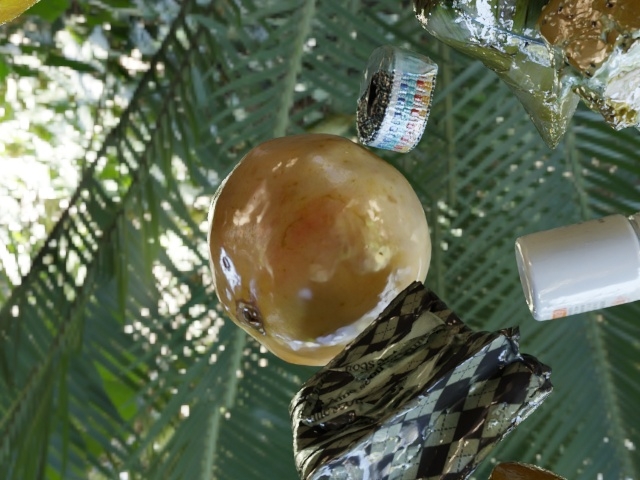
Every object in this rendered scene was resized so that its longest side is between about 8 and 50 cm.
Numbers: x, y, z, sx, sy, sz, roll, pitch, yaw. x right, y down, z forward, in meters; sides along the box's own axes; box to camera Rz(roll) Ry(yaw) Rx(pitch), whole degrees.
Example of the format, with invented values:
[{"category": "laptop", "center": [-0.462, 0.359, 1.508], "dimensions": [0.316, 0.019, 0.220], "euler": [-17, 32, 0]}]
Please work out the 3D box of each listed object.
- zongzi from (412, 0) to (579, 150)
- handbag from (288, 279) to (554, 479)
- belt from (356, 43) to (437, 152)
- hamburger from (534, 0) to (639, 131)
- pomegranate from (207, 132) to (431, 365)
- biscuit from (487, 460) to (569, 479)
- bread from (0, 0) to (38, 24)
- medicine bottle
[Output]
[{"category": "zongzi", "center": [0.277, -0.271, 1.333], "dimensions": [0.322, 0.361, 0.160], "euler": [-10, -140, -20]}, {"category": "handbag", "center": [0.115, 0.211, 1.164], "dimensions": [0.316, 0.180, 0.416], "euler": [-43, -175, 0]}, {"category": "belt", "center": [0.182, -0.349, 2.175], "dimensions": [0.149, 0.258, 0.207], "euler": [9, 179, -21]}, {"category": "hamburger", "center": [0.410, -0.274, 1.141], "dimensions": [0.288, 0.192, 0.168], "euler": [-37, 141, 2]}, {"category": "pomegranate", "center": [0.000, 0.000, 1.503], "dimensions": [0.411, 0.412, 0.411], "euler": [0, -179, 0]}, {"category": "biscuit", "center": [0.273, 0.302, 0.911], "dimensions": [0.179, 0.039, 0.236], "euler": [6, -160, -45]}, {"category": "bread", "center": [-0.444, -0.438, 1.056], "dimensions": [0.398, 0.399, 0.215], "euler": [0, 177, 35]}, {"category": "medicine bottle", "center": [0.441, 0.034, 1.385], "dimensions": [0.251, 0.145, 0.144], "euler": [-14, 179, 8]}]
